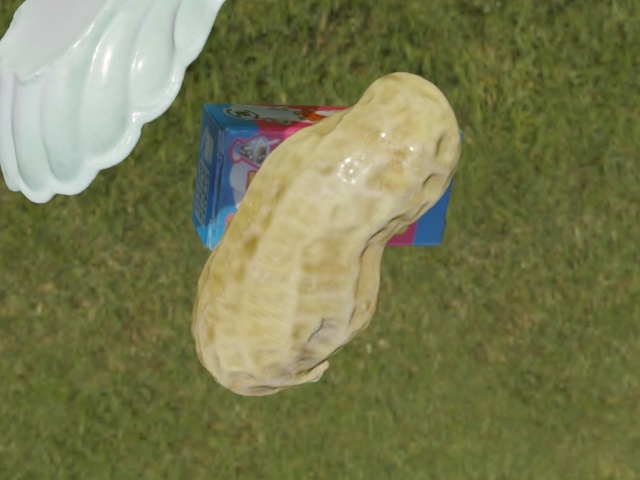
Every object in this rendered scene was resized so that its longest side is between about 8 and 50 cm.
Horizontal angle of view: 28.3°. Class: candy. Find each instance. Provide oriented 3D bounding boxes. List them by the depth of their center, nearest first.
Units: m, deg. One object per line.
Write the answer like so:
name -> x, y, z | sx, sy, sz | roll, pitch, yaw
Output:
candy -> 0.007, -0.076, 1.522 | 0.306, 0.100, 0.157 | -1, 115, -20

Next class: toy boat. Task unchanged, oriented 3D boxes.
toy boat -> -0.195, -0.168, 1.100 | 0.290, 0.199, 0.100 | -44, 135, 2

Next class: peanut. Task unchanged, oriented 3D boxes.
peanut -> 0.000, 0.000, 1.072 | 0.325, 0.153, 0.140 | -52, 161, 21
